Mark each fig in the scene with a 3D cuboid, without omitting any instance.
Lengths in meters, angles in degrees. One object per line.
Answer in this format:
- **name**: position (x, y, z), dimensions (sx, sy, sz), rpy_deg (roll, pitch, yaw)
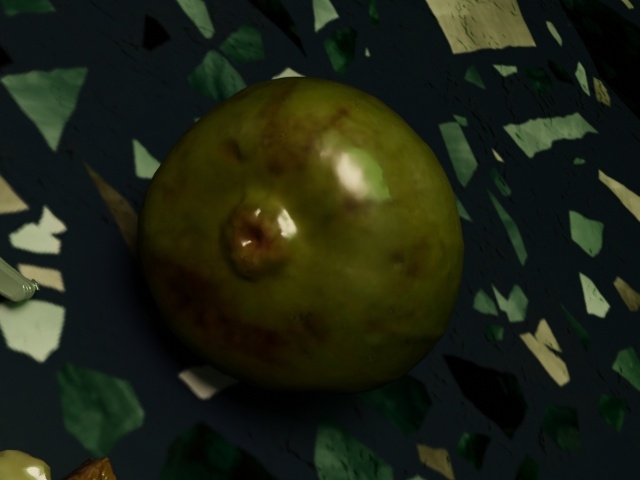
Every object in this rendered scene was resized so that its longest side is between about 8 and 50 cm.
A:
- **fig**: position (0.000, 0.000, 0.627), dimensions (0.203, 0.203, 0.225), rpy_deg (63, 22, 12)

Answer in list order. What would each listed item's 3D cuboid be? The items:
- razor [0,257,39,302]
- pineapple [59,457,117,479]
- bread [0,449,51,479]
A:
- **razor**: position (-0.232, -0.042, 0.576), dimensions (0.191, 0.037, 0.068), rpy_deg (60, 3, 3)
- **pineapple**: position (-0.128, 0.171, 0.510), dimensions (0.137, 0.069, 0.116), rpy_deg (27, 43, -34)
- **bread**: position (-0.146, 0.213, 0.340), dimensions (0.196, 0.252, 0.238), rpy_deg (50, 40, 5)
